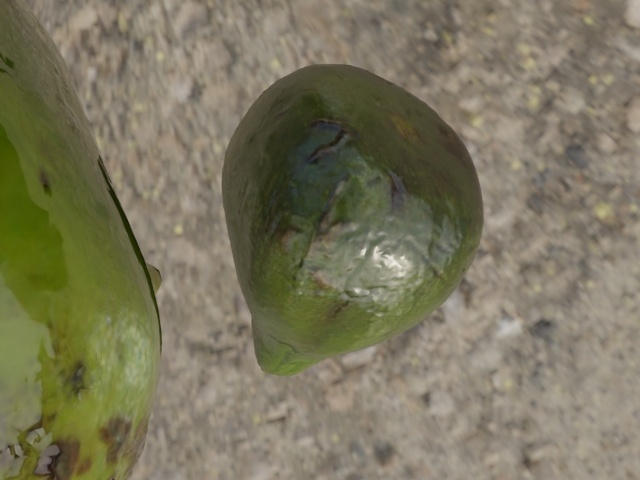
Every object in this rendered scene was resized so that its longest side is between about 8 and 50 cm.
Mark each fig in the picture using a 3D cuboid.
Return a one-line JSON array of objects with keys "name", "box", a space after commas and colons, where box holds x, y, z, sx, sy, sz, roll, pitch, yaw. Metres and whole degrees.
[{"name": "fig", "box": [0.000, 0.000, 0.851, 0.123, 0.123, 0.156, 29, 126, -16]}]

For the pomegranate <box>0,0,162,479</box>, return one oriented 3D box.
[{"name": "pomegranate", "box": [-0.120, 0.009, 0.431, 0.198, 0.246, 0.198, 12, 115, 28]}]
